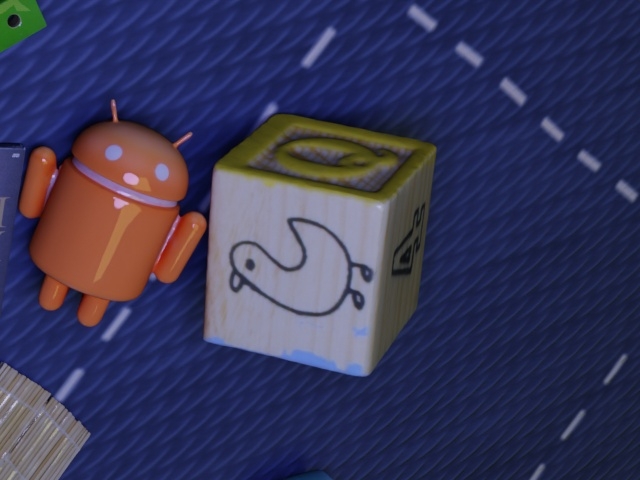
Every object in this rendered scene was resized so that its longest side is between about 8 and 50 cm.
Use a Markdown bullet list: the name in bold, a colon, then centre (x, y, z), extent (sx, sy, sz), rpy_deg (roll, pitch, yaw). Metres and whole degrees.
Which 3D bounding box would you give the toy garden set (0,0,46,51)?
- **toy garden set**: centre (-0.387, -0.251, 1.457), extent (0.203, 0.049, 0.244), rpy_deg (-33, 127, -16)

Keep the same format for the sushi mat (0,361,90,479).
- **sushi mat**: centre (-0.374, 0.289, 1.698), extent (0.316, 0.019, 0.151), rpy_deg (-56, 129, -19)

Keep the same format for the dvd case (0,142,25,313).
- **dvd case**: centre (-0.385, 0.008, 1.607), extent (0.164, 0.018, 0.221), rpy_deg (-1, 114, -32)

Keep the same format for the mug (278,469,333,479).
- **mug**: centre (-0.030, 0.358, 1.934), extent (0.097, 0.129, 0.158), rpy_deg (-13, 120, -23)

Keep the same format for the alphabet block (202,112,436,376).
- **alphabet block**: centre (0.000, 0.000, 1.692), extent (0.193, 0.192, 0.197), rpy_deg (-51, 149, -61)

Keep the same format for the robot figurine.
- **robot figurine**: centre (-0.213, -0.027, 1.627), extent (0.128, 0.158, 0.219), rpy_deg (7, 112, -57)
